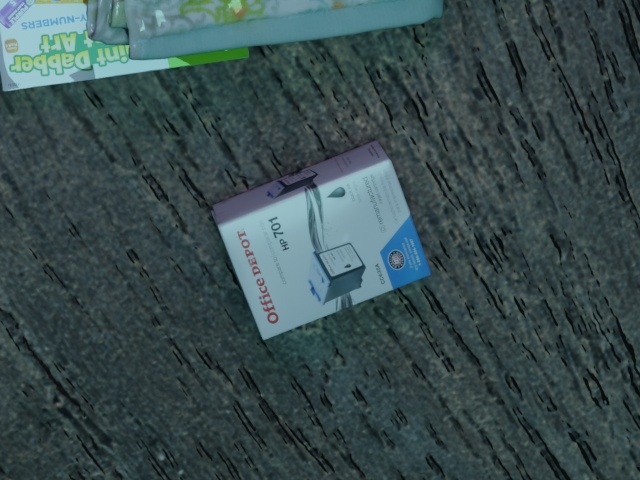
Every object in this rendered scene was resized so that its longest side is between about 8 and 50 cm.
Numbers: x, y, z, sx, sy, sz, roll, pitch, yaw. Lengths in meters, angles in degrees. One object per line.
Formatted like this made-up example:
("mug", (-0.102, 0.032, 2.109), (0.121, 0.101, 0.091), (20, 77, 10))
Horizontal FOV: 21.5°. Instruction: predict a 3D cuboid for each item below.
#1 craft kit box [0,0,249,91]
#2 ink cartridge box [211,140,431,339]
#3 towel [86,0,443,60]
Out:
("craft kit box", (-0.207, -0.284, 1.644), (0.249, 0.061, 0.247), (-9, 111, -6))
("ink cartridge box", (0.000, 0.000, 1.750), (0.190, 0.082, 0.140), (-22, 109, -3))
("towel", (-0.048, -0.346, 1.580), (0.374, 0.090, 0.321), (-10, 111, -26))
